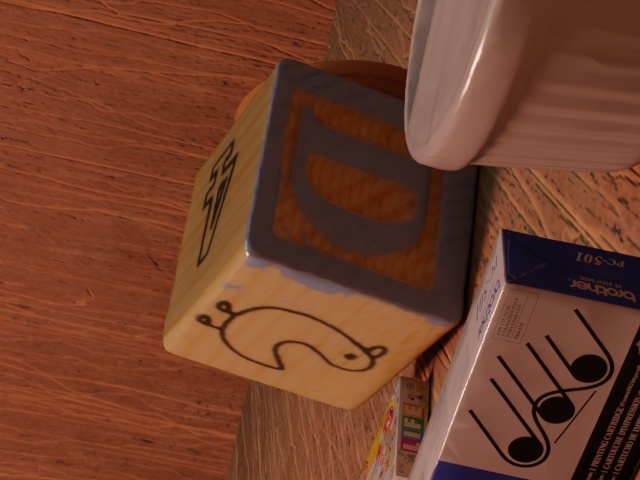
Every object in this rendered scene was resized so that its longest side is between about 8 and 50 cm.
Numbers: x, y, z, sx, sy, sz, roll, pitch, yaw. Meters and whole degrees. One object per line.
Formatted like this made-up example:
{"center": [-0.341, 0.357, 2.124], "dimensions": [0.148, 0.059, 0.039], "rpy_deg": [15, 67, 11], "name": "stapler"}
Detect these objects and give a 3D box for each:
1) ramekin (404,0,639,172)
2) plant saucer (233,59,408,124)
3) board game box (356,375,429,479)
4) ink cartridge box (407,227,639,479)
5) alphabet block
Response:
{"center": [0.138, -0.159, 0.892], "dimensions": [0.273, 0.127, 0.273], "rpy_deg": [-168, 90, -83], "name": "ramekin"}
{"center": [0.022, -0.087, 1.473], "dimensions": [0.200, 0.200, 0.037], "rpy_deg": [112, 161, -57], "name": "plant saucer"}
{"center": [0.057, 0.201, 1.387], "dimensions": [0.103, 0.026, 0.154], "rpy_deg": [-85, 9, -45], "name": "board game box"}
{"center": [0.106, 0.096, 0.826], "dimensions": [0.046, 0.097, 0.207], "rpy_deg": [-86, 10, -54], "name": "ink cartridge box"}
{"center": [0.000, 0.000, 1.379], "dimensions": [0.197, 0.192, 0.193], "rpy_deg": [131, 155, -54], "name": "alphabet block"}
